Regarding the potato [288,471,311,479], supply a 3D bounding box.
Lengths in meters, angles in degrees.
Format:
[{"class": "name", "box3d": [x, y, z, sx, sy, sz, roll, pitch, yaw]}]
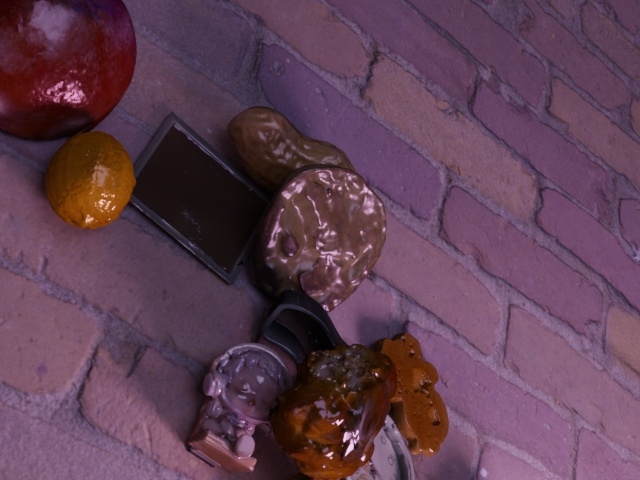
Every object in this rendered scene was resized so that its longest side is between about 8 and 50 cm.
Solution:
[{"class": "potato", "box3d": [0.002, 0.492, 1.667, 0.137, 0.154, 0.200, -37, 108, 2]}]

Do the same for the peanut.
[{"class": "peanut", "box3d": [-0.045, -0.145, 1.880, 0.313, 0.149, 0.149, 32, 55, -20]}]

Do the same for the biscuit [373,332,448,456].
[{"class": "biscuit", "box3d": [0.182, 0.306, 1.941, 0.184, 0.035, 0.249, -11, 75, -50]}]

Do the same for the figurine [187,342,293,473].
[{"class": "figurine", "box3d": [-0.128, 0.270, 1.645, 0.162, 0.141, 0.237, 39, 52, -13]}]

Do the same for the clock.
[{"class": "clock", "box3d": [0.089, 0.408, 1.804, 0.236, 0.053, 0.236, 38, 37, -37]}]

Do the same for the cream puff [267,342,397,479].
[{"class": "cream puff", "box3d": [0.027, 0.283, 1.612, 0.269, 0.154, 0.241, 32, 78, -57]}]

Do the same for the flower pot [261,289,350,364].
[{"class": "flower pot", "box3d": [-0.007, 0.195, 1.775, 0.229, 0.103, 0.108, 49, 9, -9]}]

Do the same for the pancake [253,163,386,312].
[{"class": "pancake", "box3d": [0.000, 0.000, 1.837, 0.294, 0.049, 0.294, -10, 110, -28]}]

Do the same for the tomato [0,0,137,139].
[{"class": "tomato", "box3d": [-0.432, -0.325, 1.620, 0.335, 0.176, 0.290, -3, 77, -41]}]

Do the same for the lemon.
[{"class": "lemon", "box3d": [-0.374, -0.104, 1.599, 0.142, 0.142, 0.187, 28, 52, -28]}]

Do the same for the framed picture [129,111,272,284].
[{"class": "framed picture", "box3d": [-0.220, -0.077, 1.794, 0.273, 0.016, 0.216, 42, 51, -19]}]
